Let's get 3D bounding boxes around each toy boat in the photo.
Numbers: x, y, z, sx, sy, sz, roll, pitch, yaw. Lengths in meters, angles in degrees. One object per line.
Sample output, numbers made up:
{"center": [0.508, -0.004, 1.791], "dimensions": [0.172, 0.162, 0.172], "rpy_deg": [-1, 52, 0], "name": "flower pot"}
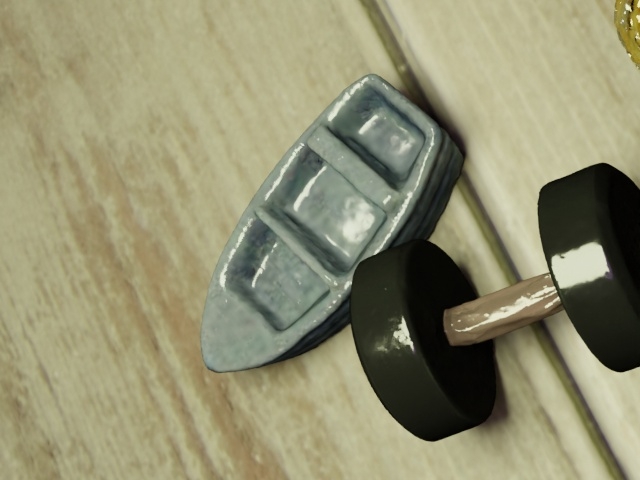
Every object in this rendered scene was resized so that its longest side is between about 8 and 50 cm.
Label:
{"center": [0.000, 0.000, 1.346], "dimensions": [0.127, 0.078, 0.283], "rpy_deg": [43, 106, 23], "name": "toy boat"}

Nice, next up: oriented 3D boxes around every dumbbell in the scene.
{"center": [0.147, 0.047, 1.222], "dimensions": [0.218, 0.152, 0.152], "rpy_deg": [-24, 75, 24], "name": "dumbbell"}

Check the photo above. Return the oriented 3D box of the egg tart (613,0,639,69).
{"center": [0.285, -0.174, 1.226], "dimensions": [0.129, 0.049, 0.128], "rpy_deg": [1, 91, 31], "name": "egg tart"}
